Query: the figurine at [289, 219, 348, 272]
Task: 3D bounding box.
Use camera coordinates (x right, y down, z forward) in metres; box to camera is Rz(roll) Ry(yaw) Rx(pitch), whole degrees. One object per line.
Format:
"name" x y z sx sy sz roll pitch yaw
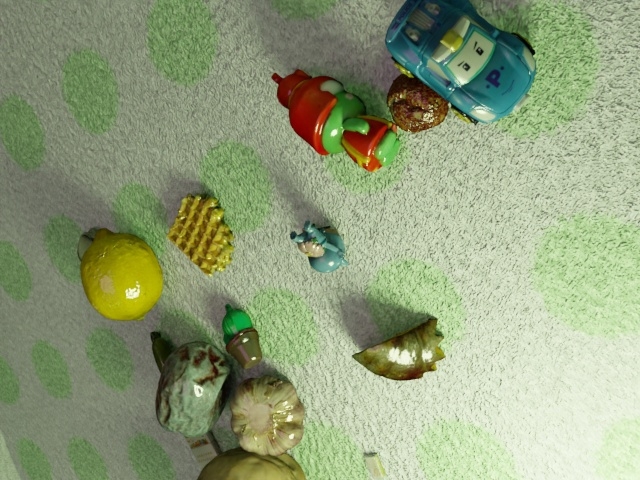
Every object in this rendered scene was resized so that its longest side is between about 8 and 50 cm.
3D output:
"figurine" -0.004 -0.001 1.621 0.114 0.178 0.145 -26 50 21

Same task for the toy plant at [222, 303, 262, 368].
"toy plant" -0.246 0.287 1.903 0.200 0.105 0.143 60 144 24

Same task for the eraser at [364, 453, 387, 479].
"eraser" 0.159 0.649 1.796 0.038 0.019 0.083 -21 94 36

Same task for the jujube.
"jujube" -0.401 0.459 1.970 0.215 0.246 0.308 23 109 13

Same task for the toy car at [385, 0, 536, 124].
"toy car" 0.277 -0.370 1.244 0.314 0.166 0.198 44 104 14

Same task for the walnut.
"walnut" -0.210 0.794 1.913 0.381 0.381 0.381 12 112 31

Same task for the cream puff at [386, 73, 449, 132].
"cream puff" 0.208 -0.304 1.397 0.149 0.084 0.149 12 111 33

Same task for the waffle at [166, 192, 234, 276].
"waffle" -0.339 -0.028 1.879 0.229 0.057 0.219 40 124 16

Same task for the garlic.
"garlic" -0.152 0.520 1.880 0.244 0.160 0.245 -3 80 17

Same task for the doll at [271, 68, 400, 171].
"doll" 0.016 -0.289 1.473 0.363 0.182 0.160 42 99 20

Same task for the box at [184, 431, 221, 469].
"box" -0.423 0.686 2.198 0.122 0.032 0.220 -28 90 38

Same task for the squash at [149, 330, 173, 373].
"squash" -0.499 0.448 2.135 0.319 0.071 0.080 58 168 4

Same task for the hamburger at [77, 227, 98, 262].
"hamburger" -0.792 0.030 2.205 0.133 0.062 0.140 43 127 16

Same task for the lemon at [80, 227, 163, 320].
"lemon" -0.633 0.109 2.011 0.245 0.245 0.320 -14 98 37

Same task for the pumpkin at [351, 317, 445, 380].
"pumpkin" 0.189 0.305 1.583 0.254 0.149 0.131 -31 80 36
